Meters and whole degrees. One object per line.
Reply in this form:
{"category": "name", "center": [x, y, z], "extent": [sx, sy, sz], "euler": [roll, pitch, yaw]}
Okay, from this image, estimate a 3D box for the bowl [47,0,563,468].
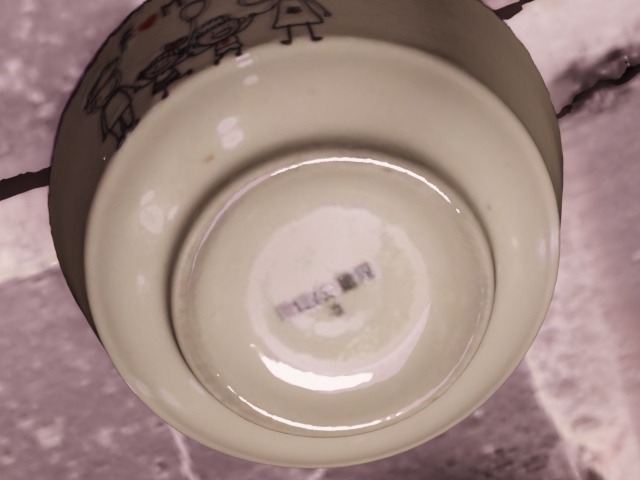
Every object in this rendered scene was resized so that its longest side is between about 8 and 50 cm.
{"category": "bowl", "center": [0.000, 0.000, 0.668], "extent": [0.212, 0.112, 0.211], "euler": [-2, 111, -5]}
